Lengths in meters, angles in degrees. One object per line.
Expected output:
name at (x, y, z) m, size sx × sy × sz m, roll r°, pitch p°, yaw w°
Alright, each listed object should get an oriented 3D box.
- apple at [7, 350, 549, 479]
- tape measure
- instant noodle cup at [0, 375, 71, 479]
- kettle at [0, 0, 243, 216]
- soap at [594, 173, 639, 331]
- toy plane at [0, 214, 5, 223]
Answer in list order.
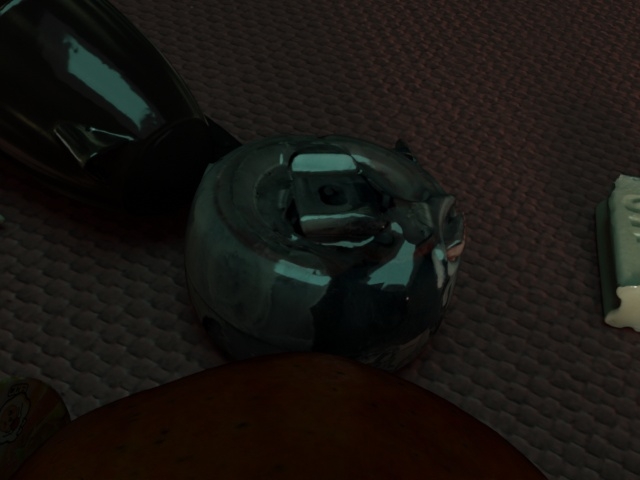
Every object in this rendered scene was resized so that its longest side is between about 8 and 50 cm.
apple at (-0.027, 0.201, 0.448) m, size 0.329 × 0.365 × 0.295 m, roll -37°, pitch 90°, yaw -2°
tape measure at (0.000, 0.000, 0.801) m, size 0.256 × 0.147 × 0.275 m, roll -3°, pitch 41°, yaw -13°
instant noodle cup at (-0.275, 0.169, 0.535) m, size 0.153 × 0.205 × 0.205 m, roll 10°, pitch 40°, yaw 17°
kettle at (-0.222, -0.119, 0.895) m, size 0.271 × 0.250 × 0.207 m, roll 37°, pitch 78°, yaw 20°
soap at (0.362, 0.014, 0.914) m, size 0.115 × 0.063 × 0.198 m, roll 11°, pitch 40°, yaw 4°
toy plane at (-0.441, -0.079, 0.855) m, size 0.262 × 0.088 × 0.192 m, roll 15°, pitch 40°, yaw 6°
